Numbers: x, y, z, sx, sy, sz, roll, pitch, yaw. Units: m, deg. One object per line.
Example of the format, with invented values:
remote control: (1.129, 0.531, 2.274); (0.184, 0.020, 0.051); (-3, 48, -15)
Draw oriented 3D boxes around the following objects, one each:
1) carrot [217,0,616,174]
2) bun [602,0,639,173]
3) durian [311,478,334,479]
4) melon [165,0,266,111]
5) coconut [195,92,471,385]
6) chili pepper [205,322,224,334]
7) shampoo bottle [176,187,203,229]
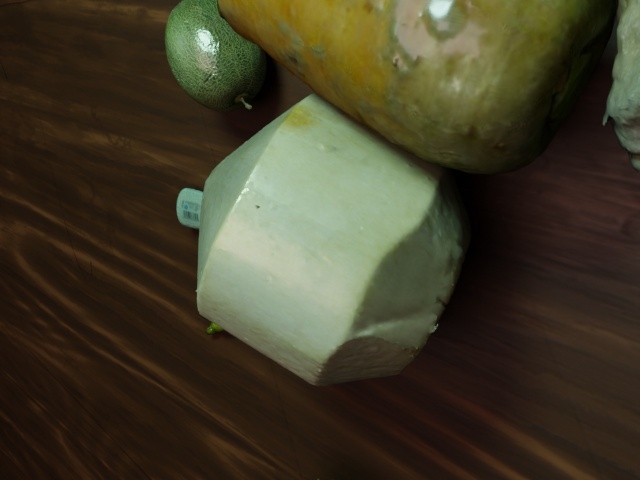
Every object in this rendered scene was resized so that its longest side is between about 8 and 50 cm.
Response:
carrot: (0.074, -0.209, 0.512); (0.340, 0.224, 0.224); (33, 119, 22)
bun: (0.324, -0.135, 0.401); (0.281, 0.281, 0.205); (69, 155, 5)
durian: (0.033, 0.450, 0.834); (0.193, 0.138, 0.237); (14, 150, 38)
melon: (-0.149, -0.266, 0.814); (0.139, 0.139, 0.192); (-40, 73, 38)
coconut: (0.000, 0.000, 0.630); (0.323, 0.323, 0.323); (10, 106, 38)
chili pepper: (-0.138, 0.131, 0.960); (0.208, 0.043, 0.049); (-11, 118, 45)
shampoo bottle: (-0.168, -0.042, 0.941); (0.190, 0.041, 0.069); (13, 103, 37)
